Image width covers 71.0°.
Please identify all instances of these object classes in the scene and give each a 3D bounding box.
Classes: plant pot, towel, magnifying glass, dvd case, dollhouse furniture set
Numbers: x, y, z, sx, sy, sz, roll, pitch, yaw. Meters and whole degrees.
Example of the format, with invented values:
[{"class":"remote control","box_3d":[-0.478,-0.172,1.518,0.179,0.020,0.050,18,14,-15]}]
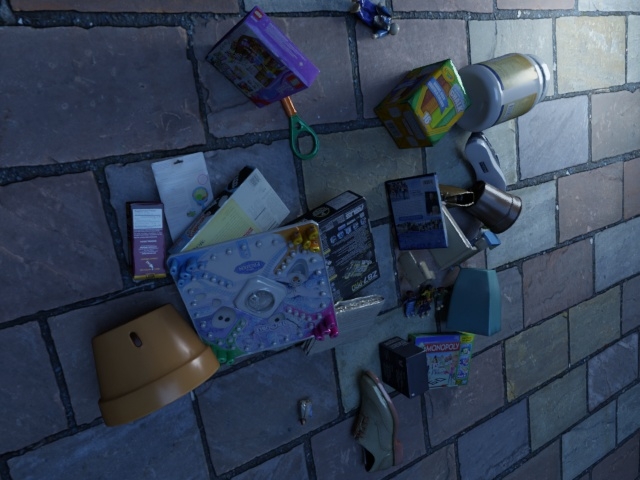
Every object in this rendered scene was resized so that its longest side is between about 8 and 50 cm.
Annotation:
[{"class":"plant pot","box_3d":[0.640,-0.135,1.700,0.165,0.167,0.167,29,83,-14]},{"class":"towel","box_3d":[0.074,0.271,1.451,0.282,0.049,0.187,-6,131,-38]},{"class":"magnifying glass","box_3d":[-0.075,-0.352,1.349,0.092,0.026,0.231,-33,114,-21]},{"class":"dvd case","box_3d":[0.326,-0.092,1.519,0.022,0.180,0.253,-27,108,-51]},{"class":"plant pot","box_3d":[-0.426,0.287,1.112,0.290,0.291,0.204,-26,93,-24]},{"class":"dollhouse furniture set","box_3d":[0.462,0.010,1.662,0.303,0.286,0.198,-1,58,-53]},{"class":"plant pot","box_3d":[0.590,0.223,1.707,0.165,0.165,0.235,4,90,-54]}]

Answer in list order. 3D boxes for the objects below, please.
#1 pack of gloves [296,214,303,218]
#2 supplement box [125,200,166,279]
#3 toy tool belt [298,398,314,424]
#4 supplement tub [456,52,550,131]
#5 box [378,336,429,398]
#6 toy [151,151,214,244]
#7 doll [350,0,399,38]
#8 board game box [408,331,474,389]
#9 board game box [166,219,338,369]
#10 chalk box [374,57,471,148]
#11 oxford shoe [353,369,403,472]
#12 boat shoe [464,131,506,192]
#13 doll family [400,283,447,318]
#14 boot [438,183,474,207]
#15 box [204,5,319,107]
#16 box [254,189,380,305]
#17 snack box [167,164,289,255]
[{"class":"pack of gloves","box_3d":[0.000,0.000,1.424,0.232,0.046,0.195,-7,114,-36]},{"class":"supplement box","box_3d":[-0.444,-0.004,1.141,0.080,0.104,0.188,-4,99,-29]},{"class":"toy tool belt","box_3d":[-0.042,0.565,1.482,0.051,0.052,0.084,-8,102,-20]},{"class":"supplement tub","box_3d":[0.637,-0.536,1.604,0.316,0.228,0.229,-23,108,-25]},{"class":"box","box_3d":[0.295,0.447,1.593,0.093,0.158,0.156,-14,104,-27]},{"class":"toy","box_3d":[-0.360,-0.106,1.203,0.136,0.056,0.238,-21,112,-29]},{"class":"doll","box_3d":[0.177,-0.702,1.425,0.188,0.046,0.129,12,82,-36]},{"class":"board game box","box_3d":[0.464,0.468,1.758,0.317,0.046,0.214,4,96,-30]},{"class":"board game box","box_3d":[-0.161,0.164,1.211,0.389,0.050,0.390,-14,123,-4]},{"class":"chalk box","box_3d":[0.359,-0.465,1.486,0.289,0.179,0.180,-48,117,-15]},{"class":"oxford shoe","box_3d":[0.187,0.649,1.577,0.146,0.140,0.397,-19,104,-19]},{"class":"boat shoe","box_3d":[0.634,-0.290,1.715,0.301,0.108,0.102,48,51,-32]},{"class":"doll family","box_3d":[0.381,0.217,1.655,0.192,0.076,0.112,-25,128,-29]},{"class":"boot","box_3d":[0.418,-0.157,1.603,0.305,0.115,0.113,-6,102,-27]},{"class":"box","box_3d":[-0.156,-0.444,1.131,0.201,0.293,0.057,39,75,-28]},{"class":"box","box_3d":[-0.013,0.074,1.352,0.394,0.097,0.319,-31,125,-20]},{"class":"snack box","box_3d":[-0.243,-0.029,1.243,0.322,0.060,0.187,-51,132,-18]}]
